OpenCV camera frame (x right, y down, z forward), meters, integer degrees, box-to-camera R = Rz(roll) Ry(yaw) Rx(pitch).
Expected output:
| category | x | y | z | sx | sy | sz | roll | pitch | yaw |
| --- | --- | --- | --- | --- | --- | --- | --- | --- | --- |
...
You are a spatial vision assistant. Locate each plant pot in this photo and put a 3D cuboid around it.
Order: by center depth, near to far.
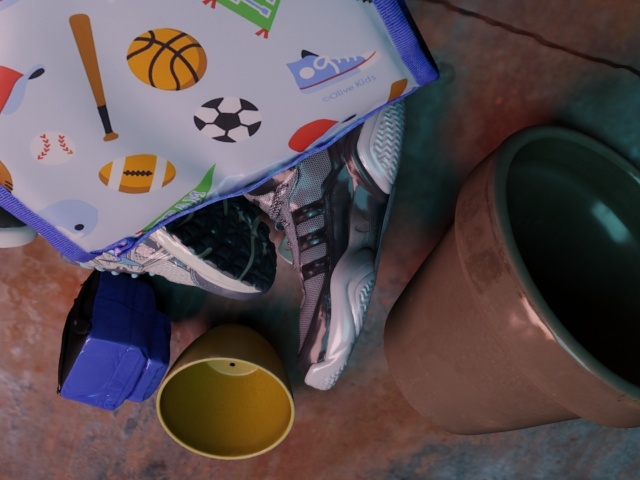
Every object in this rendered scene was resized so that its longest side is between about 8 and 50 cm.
| category | x | y | z | sx | sy | sz | roll | pitch | yaw |
| --- | --- | --- | --- | --- | --- | --- | --- | --- | --- |
| plant pot | 0.178 | 0.066 | 0.879 | 0.263 | 0.263 | 0.229 | 32 | 135 | -19 |
| plant pot | -0.090 | 0.138 | 1.004 | 0.134 | 0.095 | 0.134 | 1 | 124 | 2 |

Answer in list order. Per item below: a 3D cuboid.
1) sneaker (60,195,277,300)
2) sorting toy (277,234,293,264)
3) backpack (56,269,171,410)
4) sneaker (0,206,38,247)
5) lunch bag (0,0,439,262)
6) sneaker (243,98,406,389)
| category | x | y | z | sx | sy | sz | roll | pitch | yaw |
| --- | --- | --- | --- | --- | --- | --- | --- | --- | --- |
| sneaker | -0.174 | -0.020 | 0.910 | 0.283 | 0.110 | 0.122 | 29 | 132 | -9 |
| sorting toy | 0.000 | 0.000 | 0.943 | 0.075 | 0.045 | 0.083 | 19 | 104 | 6 |
| backpack | -0.198 | 0.093 | 0.963 | 0.101 | 0.120 | 0.098 | 23 | 120 | -25 |
| sneaker | -0.322 | -0.123 | 0.778 | 0.296 | 0.104 | 0.146 | 38 | 119 | 12 |
| lunch bag | -0.139 | -0.201 | 0.690 | 0.328 | 0.239 | 0.385 | -27 | 112 | 13 |
| sneaker | -0.020 | -0.013 | 0.867 | 0.153 | 0.101 | 0.268 | 12 | 93 | 5 |
